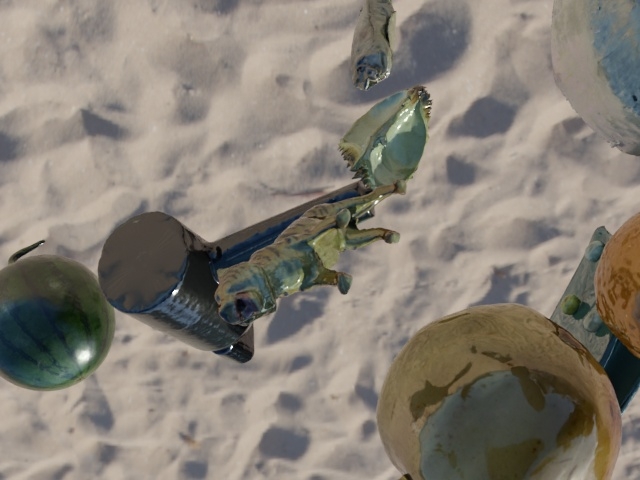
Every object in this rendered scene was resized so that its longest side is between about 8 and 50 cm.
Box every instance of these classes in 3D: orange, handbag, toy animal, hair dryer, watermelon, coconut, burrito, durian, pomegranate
[{"bbox_3d":[0.311,0.047,0.710,0.178,0.177,0.155,34,91,-31],"label":"orange"},{"bbox_3d":[0.414,0.127,1.325,0.100,0.268,0.274,26,107,-8],"label":"handbag"},{"bbox_3d":[0.000,0.000,0.728,0.099,0.241,0.056,-12,107,31],"label":"toy animal"},{"bbox_3d":[-0.056,0.028,0.989,0.302,0.116,0.244,-22,154,15],"label":"hair dryer"},{"bbox_3d":[-0.384,0.102,1.205,0.188,0.214,0.188,-36,167,-10],"label":"watermelon"},{"bbox_3d":[0.286,-0.167,0.696,0.224,0.234,0.224,0,96,-2],"label":"coconut"},{"bbox_3d":[0.063,-0.232,1.012,0.045,0.188,0.058,22,133,-11],"label":"burrito"},{"bbox_3d":[0.112,-0.163,1.451,0.144,0.252,0.139,46,149,5],"label":"durian"},{"bbox_3d":[0.211,0.241,1.100,0.319,0.319,0.319,-4,132,-4],"label":"pomegranate"}]
